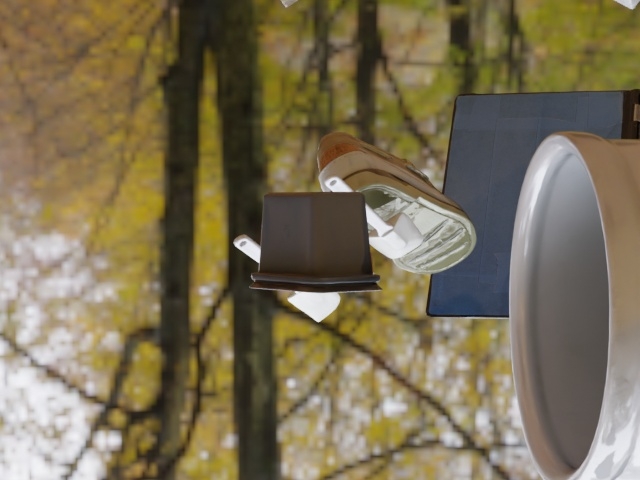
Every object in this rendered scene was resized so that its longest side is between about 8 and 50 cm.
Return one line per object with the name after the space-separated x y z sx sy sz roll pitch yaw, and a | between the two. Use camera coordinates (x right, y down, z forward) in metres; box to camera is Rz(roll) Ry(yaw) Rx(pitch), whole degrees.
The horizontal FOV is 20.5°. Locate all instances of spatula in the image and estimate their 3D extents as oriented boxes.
0.011 0.003 2.004 0.242 0.168 0.019 41 -162 -56 | spatula

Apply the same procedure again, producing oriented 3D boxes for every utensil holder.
0.400 0.066 1.641 0.385 0.327 0.327 1 -165 -10 | utensil holder

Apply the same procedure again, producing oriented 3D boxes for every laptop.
0.346 -0.112 2.294 0.236 0.408 0.382 19 -125 -14 | laptop

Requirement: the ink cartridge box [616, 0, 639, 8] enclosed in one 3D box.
0.303 -0.330 1.974 0.135 0.056 0.099 34 170 27 | ink cartridge box

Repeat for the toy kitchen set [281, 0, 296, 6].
-0.005 -0.278 1.855 0.083 0.068 0.075 -30 -151 9 | toy kitchen set

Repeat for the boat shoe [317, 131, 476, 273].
0.096 -0.050 2.169 0.113 0.103 0.302 -33 149 14 | boat shoe

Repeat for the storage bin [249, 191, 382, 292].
0.000 0.000 1.630 0.098 0.091 0.135 -1 -177 -28 | storage bin
